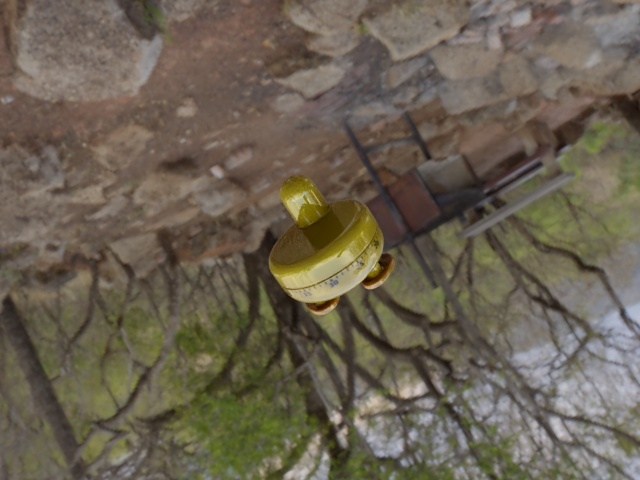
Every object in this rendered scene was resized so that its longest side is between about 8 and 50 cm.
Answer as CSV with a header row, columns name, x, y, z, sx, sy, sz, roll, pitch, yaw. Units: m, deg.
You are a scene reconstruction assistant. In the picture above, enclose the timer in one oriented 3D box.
name,x,y,z,sx,sy,sz,roll,pitch,yaw
timer,0.000,0.000,0.743,0.107,0.109,0.107,-28,-156,14
